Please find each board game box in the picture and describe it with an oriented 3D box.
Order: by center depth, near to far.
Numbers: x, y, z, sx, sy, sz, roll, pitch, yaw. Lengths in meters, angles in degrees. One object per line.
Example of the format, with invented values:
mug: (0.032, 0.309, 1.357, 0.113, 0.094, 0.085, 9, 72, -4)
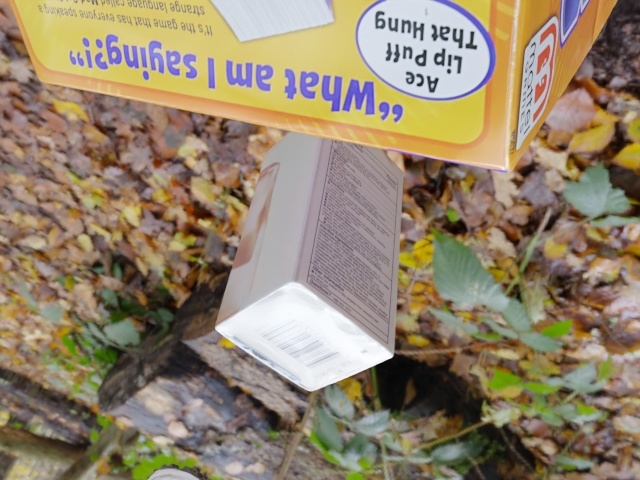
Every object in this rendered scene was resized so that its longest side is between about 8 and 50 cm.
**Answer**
board game box: (0.014, -0.310, 0.413, 0.357, 0.356, 0.356, 16, 132, 27)

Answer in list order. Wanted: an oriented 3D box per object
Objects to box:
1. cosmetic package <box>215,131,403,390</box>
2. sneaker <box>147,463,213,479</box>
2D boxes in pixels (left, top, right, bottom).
cosmetic package: (0.000, 0.000, 0.760, 0.129, 0.296, 0.153, -31, 122, 35)
sneaker: (-0.152, 0.275, 0.555, 0.100, 0.108, 0.272, 44, 124, -15)
